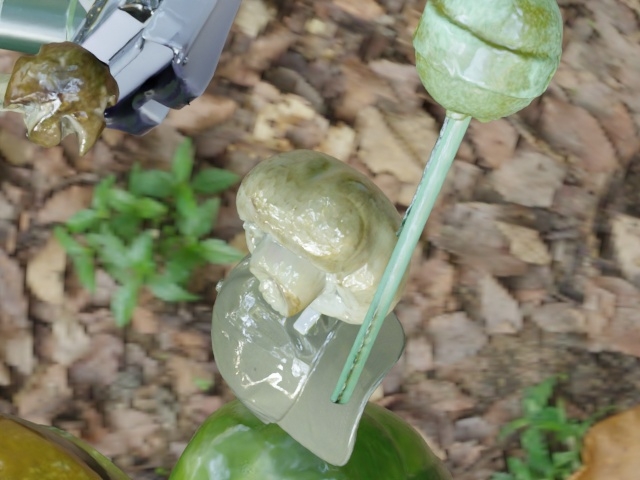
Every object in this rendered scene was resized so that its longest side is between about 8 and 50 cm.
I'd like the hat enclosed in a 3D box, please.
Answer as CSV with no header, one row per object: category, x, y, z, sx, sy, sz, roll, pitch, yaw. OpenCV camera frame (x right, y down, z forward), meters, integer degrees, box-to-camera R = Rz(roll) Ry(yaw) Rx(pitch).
hat,-0.021,0.088,1.507,0.144,0.173,0.166,27,95,-10

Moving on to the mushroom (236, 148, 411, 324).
mushroom,0.000,0.000,1.342,0.112,0.148,0.148,-40,68,-21

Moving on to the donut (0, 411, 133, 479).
donut,-0.131,0.177,0.738,0.330,0.330,0.160,20,63,24

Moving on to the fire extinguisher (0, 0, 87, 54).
fire extinguisher,-0.337,-0.244,1.883,0.294,0.093,0.118,11,64,14

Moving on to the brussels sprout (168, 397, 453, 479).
brussels sprout,-0.002,0.315,1.812,0.281,0.289,0.354,4,104,25

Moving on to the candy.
candy,0.040,-0.017,0.718,0.061,0.061,0.202,34,120,22

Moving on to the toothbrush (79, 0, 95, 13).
toothbrush,-0.229,-0.261,1.585,0.042,0.418,0.040,-6,79,6

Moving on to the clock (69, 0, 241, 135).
clock,-0.099,-0.181,1.296,0.083,0.253,0.186,33,73,-14

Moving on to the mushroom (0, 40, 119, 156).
mushroom,-0.179,-0.086,1.097,0.187,0.060,0.061,6,73,61
